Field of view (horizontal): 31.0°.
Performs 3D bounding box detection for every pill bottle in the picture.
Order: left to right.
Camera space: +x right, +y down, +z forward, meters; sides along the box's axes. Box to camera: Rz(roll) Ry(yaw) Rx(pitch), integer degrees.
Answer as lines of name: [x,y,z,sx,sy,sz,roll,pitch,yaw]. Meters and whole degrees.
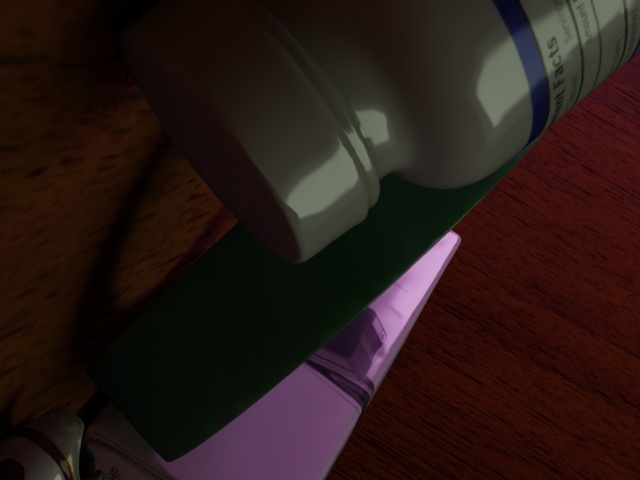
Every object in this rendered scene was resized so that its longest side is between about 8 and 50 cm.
pill bottle: [0.060,-0.117,0.461,0.272,0.152,0.152,-39,171,-11]

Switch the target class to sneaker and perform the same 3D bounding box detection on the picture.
sneaker: [-0.157,0.155,0.654,0.084,0.070,0.185,-50,173,-27]

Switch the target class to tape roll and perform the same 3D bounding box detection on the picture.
tape roll: [0.000,0.000,0.716,0.321,0.077,0.321,-41,-179,1]

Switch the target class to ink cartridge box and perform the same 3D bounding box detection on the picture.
ink cartridge box: [-0.064,0.151,0.994,0.395,0.166,0.285,-53,174,-47]
